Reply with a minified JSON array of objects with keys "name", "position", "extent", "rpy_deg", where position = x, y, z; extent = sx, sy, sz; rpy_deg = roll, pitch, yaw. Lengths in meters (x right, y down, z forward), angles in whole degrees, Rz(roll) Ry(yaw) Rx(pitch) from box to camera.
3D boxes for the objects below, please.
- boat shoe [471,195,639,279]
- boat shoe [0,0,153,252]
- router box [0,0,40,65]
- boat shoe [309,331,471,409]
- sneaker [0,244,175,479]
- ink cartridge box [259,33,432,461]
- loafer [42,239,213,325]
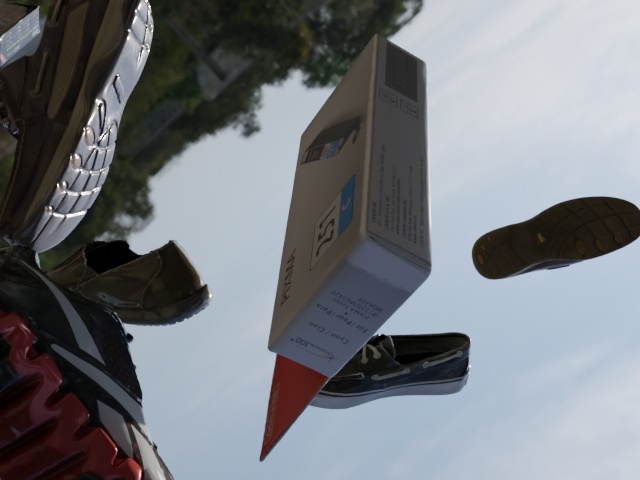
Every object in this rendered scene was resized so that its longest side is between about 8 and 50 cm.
[{"name":"boat shoe","position":[0.248,-0.003,1.029],"extent":[0.178,0.064,0.060],"rpy_deg":[-17,171,23]},{"name":"boat shoe","position":[-0.304,-0.151,1.141],"extent":[0.132,0.130,0.355],"rpy_deg":[94,12,-64]},{"name":"router box","position":[-0.408,-0.256,1.198],"extent":[0.122,0.092,0.038],"rpy_deg":[-72,172,-57]},{"name":"boat shoe","position":[0.066,0.139,1.135],"extent":[0.219,0.070,0.078],"rpy_deg":[-5,-145,-11]},{"name":"sneaker","position":[-0.143,0.115,0.592],"extent":[0.097,0.276,0.135],"rpy_deg":[-29,-166,23]},{"name":"ink cartridge box","position":[0.000,0.000,0.855],"extent":[0.261,0.066,0.296],"rpy_deg":[-52,-161,35]},{"name":"loafer","position":[-0.225,0.037,1.022],"extent":[0.251,0.087,0.094],"rpy_deg":[-5,-163,27]}]
